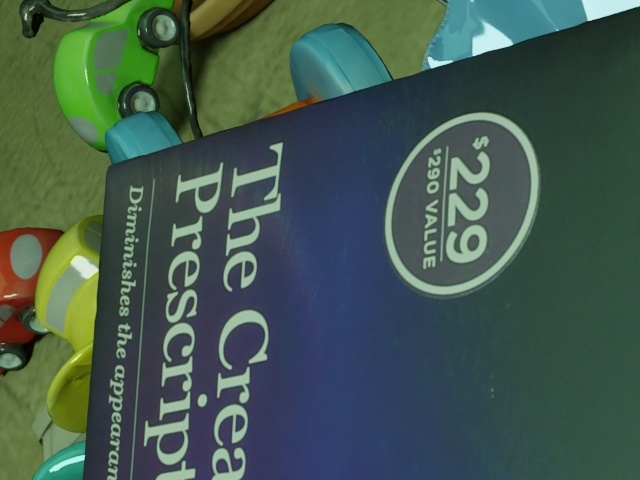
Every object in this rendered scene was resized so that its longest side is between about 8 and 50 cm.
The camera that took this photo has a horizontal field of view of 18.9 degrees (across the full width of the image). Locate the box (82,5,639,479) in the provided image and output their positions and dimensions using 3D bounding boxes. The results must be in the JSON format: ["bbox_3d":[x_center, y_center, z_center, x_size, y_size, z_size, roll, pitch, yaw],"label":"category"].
[{"bbox_3d":[0.040,0.099,0.406,0.184,0.103,0.261,-13,66,37],"label":"box"}]

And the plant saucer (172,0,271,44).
[{"bbox_3d":[-0.036,-0.193,1.084,0.200,0.037,0.200,-42,31,33],"label":"plant saucer"}]

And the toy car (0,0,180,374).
[{"bbox_3d":[-0.132,-0.038,1.029,0.239,0.053,0.225,-3,71,61],"label":"toy car"}]

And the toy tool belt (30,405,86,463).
[{"bbox_3d":[-0.101,0.070,0.903,0.083,0.052,0.051,-51,35,18],"label":"toy tool belt"}]

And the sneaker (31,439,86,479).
[{"bbox_3d":[-0.021,0.121,0.626,0.275,0.110,0.107,4,66,62],"label":"sneaker"}]

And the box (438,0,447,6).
[{"bbox_3d":[0.139,-0.248,0.639,0.296,0.183,0.294,-42,31,31],"label":"box"}]

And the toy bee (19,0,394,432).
[{"bbox_3d":[0.000,0.000,0.698,0.195,0.162,0.298,-16,32,6],"label":"toy bee"}]

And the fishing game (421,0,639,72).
[{"bbox_3d":[0.118,-0.035,0.496,0.189,0.041,0.264,12,96,24],"label":"fishing game"}]
